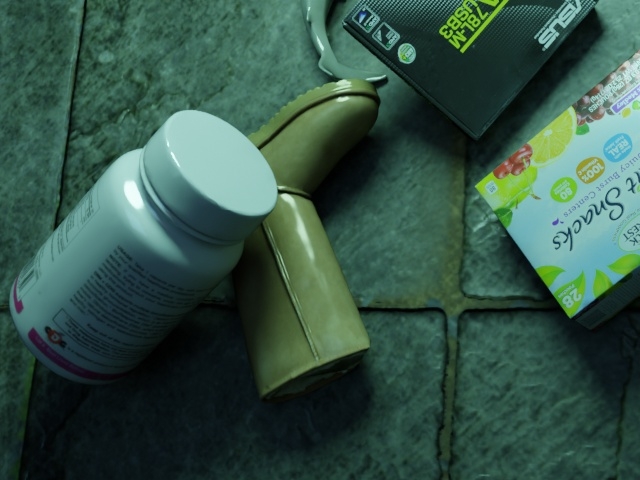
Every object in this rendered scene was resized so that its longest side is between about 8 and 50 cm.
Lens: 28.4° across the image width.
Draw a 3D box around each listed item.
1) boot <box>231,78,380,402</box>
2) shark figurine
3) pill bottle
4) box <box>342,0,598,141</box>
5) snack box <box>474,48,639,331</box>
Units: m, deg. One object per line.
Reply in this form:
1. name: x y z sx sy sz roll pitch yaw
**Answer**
1. boot: 0.000 0.000 1.305 0.236 0.089 0.269 -32 63 26
2. shark figurine: 0.011 -0.302 1.373 0.166 0.116 0.278 14 79 28
3. pill bottle: -0.179 0.009 1.287 0.283 0.160 0.160 -44 60 31
4. box: 0.150 -0.230 1.283 0.184 0.045 0.190 42 93 1
5. snack box: 0.278 -0.046 1.185 0.207 0.070 0.174 -40 58 16
